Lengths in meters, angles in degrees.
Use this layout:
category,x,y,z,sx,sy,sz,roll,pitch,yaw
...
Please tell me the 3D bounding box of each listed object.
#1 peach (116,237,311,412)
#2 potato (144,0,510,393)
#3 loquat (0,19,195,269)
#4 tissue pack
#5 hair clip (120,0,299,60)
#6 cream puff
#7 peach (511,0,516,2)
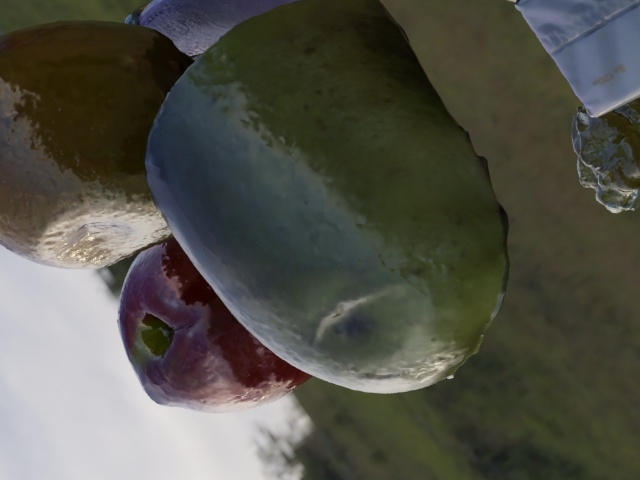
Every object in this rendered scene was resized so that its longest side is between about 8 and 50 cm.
category,x,y,z,sx,sy,sz,roll,pitch,yaw
peach,-0.097,0.091,2.276,0.338,0.281,0.281,-14,-116,-41
potato,0.000,0.000,1.470,0.280,0.213,0.330,47,138,45
loquat,-0.244,-0.109,1.803,0.276,0.284,0.276,-19,-90,-74
tissue pack,0.280,-0.216,1.282,0.124,0.225,0.185,53,-149,-10
hair clip,-0.092,-0.238,1.858,0.359,0.096,0.110,9,112,50
cream puff,0.365,-0.115,2.134,0.121,0.156,0.156,-6,-124,-46
peach,0.166,-0.302,1.518,0.197,0.197,0.197,54,-172,-10
